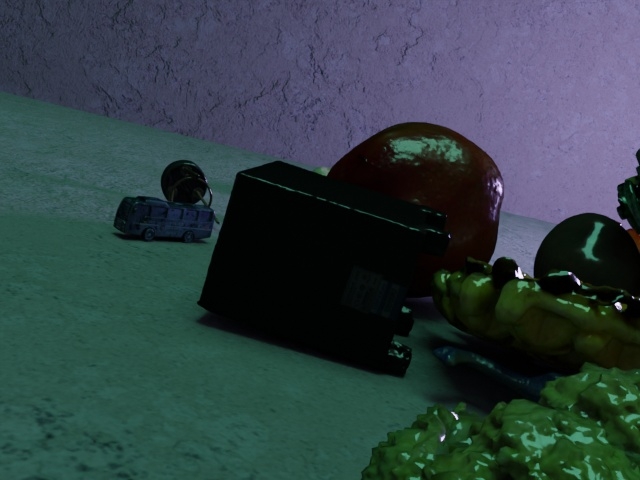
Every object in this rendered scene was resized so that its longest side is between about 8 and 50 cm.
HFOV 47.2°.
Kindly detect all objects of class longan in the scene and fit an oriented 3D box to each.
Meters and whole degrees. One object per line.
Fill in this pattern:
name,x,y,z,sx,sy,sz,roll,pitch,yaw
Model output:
longan,0.463,0.058,1.269,0.198,0.198,0.212,14,34,1

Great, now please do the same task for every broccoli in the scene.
broccoli,0.185,0.157,0.424,0.254,0.186,0.302,10,12,40

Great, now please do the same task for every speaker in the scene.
speaker,0.015,0.024,0.918,0.254,0.184,0.232,18,11,5

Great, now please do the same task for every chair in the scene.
chair,-0.255,-0.090,1.436,0.095,0.104,0.221,37,4,-27

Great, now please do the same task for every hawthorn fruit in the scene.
hawthorn fruit,0.142,-0.039,1.153,0.295,0.295,0.311,19,38,26

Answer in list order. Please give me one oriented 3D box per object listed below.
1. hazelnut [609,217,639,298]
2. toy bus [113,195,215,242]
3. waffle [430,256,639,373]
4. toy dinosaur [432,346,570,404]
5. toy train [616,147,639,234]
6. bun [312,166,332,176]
hazelnut,0.628,0.047,1.592,0.212,0.181,0.181,31,-2,28
toy bus,-0.251,-0.035,1.192,0.166,0.065,0.047,5,15,-45
waffle,0.317,0.116,0.889,0.380,0.095,0.382,17,-5,5
toy dinosaur,0.261,0.164,0.795,0.248,0.075,0.188,12,6,-45
toy train,0.617,0.031,1.200,0.160,0.397,0.253,-22,-15,29
bun,0.042,-0.114,1.897,0.164,0.111,0.188,40,20,29
